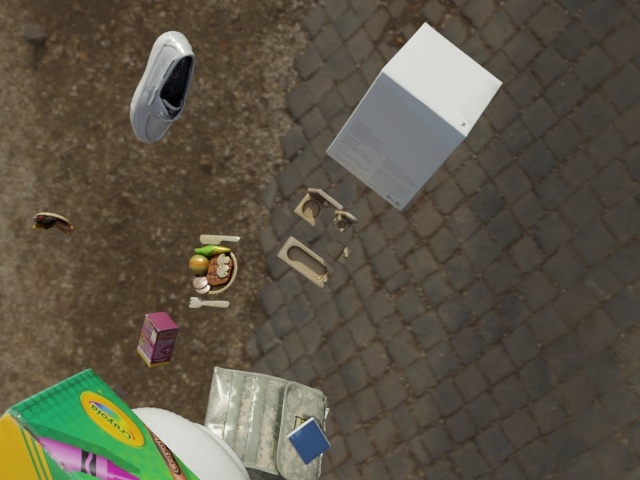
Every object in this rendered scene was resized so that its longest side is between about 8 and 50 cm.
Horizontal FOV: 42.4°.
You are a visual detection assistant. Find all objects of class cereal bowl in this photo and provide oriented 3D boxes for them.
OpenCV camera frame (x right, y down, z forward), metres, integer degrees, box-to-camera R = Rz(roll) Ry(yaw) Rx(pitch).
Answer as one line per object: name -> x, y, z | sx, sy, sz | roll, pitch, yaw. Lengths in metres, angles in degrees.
cereal bowl -> -0.211, 0.398, 1.314 | 0.339, 0.141, 0.339 | 29, 139, 29

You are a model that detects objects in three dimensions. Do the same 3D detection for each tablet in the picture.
tablet -> -0.019, 0.333, 1.365 | 0.054, 0.083, 0.006 | -35, 37, -11

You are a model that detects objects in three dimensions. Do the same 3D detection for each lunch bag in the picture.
lunch bag -> -0.124, 0.440, 1.882 | 0.169, 0.287, 0.235 | 109, 170, -56

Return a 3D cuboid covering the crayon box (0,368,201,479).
crayon box -> -0.171, 0.231, 0.478 | 0.165, 0.081, 0.278 | 43, 108, 8

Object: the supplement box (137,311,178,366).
supplement box -> -0.296, 0.179, 1.499 | 0.055, 0.043, 0.083 | 42, 124, 39

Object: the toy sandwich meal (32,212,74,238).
toy sandwich meal -> -0.557, -0.030, 1.715 | 0.085, 0.085, 0.029 | -14, 60, 39

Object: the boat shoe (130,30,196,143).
boat shoe -> -0.219, -0.205, 1.176 | 0.063, 0.066, 0.184 | 54, 128, 32

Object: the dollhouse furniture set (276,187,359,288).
dollhouse furniture set -> 0.000, 0.000, 1.638 | 0.151, 0.144, 0.123 | -54, 12, -4

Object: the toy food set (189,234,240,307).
toy food set -> -0.272, 0.074, 2.069 | 0.132, 0.038, 0.192 | 0, 74, 21

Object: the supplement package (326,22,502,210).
supplement package -> 0.182, -0.241, 1.638 | 0.199, 0.198, 0.263 | 38, 141, 0
